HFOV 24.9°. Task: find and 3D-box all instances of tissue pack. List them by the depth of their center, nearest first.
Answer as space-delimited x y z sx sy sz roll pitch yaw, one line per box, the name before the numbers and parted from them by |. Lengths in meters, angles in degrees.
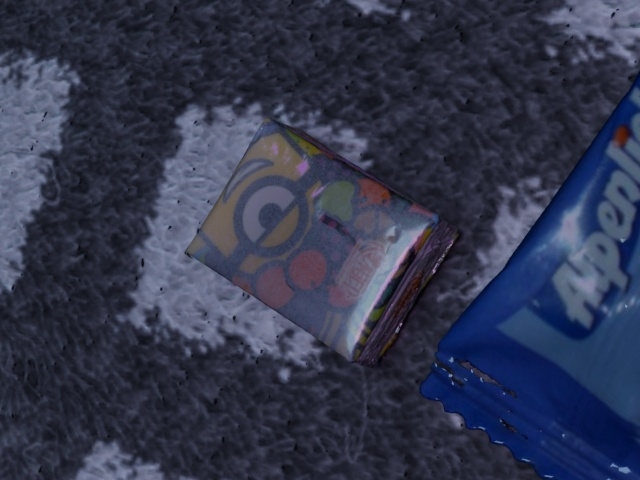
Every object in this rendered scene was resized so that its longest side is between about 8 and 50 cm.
tissue pack | 0.000 0.000 0.941 0.148 0.060 0.109 33 95 27

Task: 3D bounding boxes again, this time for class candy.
candy | 0.209 -0.001 0.842 0.187 0.077 0.331 36 94 33
